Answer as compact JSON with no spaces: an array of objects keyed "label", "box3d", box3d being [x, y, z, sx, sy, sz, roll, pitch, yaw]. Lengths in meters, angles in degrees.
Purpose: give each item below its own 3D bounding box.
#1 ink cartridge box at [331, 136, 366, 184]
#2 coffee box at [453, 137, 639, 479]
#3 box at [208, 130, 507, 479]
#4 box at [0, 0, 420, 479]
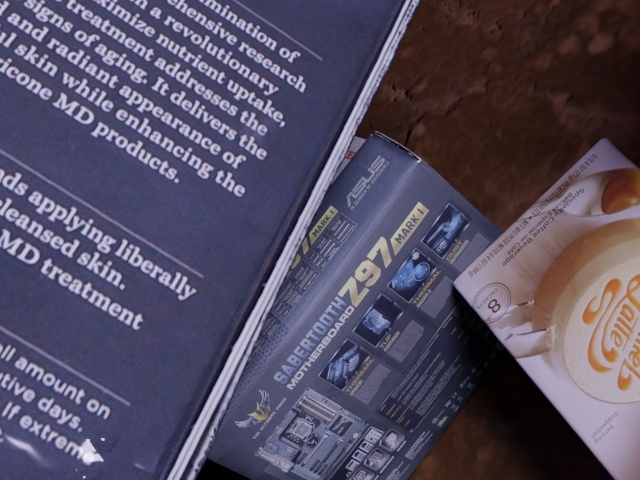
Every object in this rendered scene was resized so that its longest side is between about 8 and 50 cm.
[{"label":"ink cartridge box","box3d":[0.000,0.000,0.907,0.127,0.072,0.175,23,80,49]},{"label":"coffee box","box3d":[0.209,0.068,0.649,0.141,0.098,0.246,-46,42,9]},{"label":"box","box3d":[0.033,0.069,0.746,0.232,0.183,0.059,-53,41,1]},{"label":"box","box3d":[-0.210,-0.003,0.732,0.480,0.297,0.471,-44,15,51]}]
